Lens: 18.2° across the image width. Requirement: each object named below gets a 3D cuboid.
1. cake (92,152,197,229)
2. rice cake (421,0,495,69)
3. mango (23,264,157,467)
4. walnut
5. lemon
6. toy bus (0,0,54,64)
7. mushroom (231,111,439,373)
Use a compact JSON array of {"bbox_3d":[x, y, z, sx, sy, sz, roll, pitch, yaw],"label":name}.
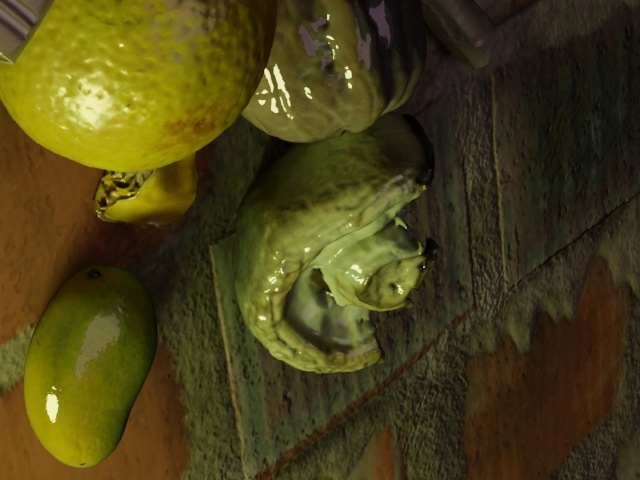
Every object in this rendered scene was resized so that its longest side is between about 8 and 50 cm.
[{"bbox_3d":[-0.129,-0.090,1.822,0.116,0.079,0.185,30,77,-50],"label":"cake"},{"bbox_3d":[0.114,-0.263,2.070,0.256,0.052,0.057,42,69,-51],"label":"rice cake"},{"bbox_3d":[-0.209,0.115,1.802,0.122,0.085,0.191,8,98,-56],"label":"mango"},{"bbox_3d":[-0.010,-0.199,1.829,0.224,0.224,0.224,-25,124,-44],"label":"walnut"},{"bbox_3d":[-0.155,-0.188,1.604,0.267,0.267,0.267,-25,124,-44],"label":"lemon"},{"bbox_3d":[-0.328,-0.284,1.342,0.365,0.177,0.202,40,78,-35],"label":"toy bus"},{"bbox_3d":[-0.001,-0.008,1.941,0.164,0.189,0.267,0,140,-21],"label":"mushroom"}]
